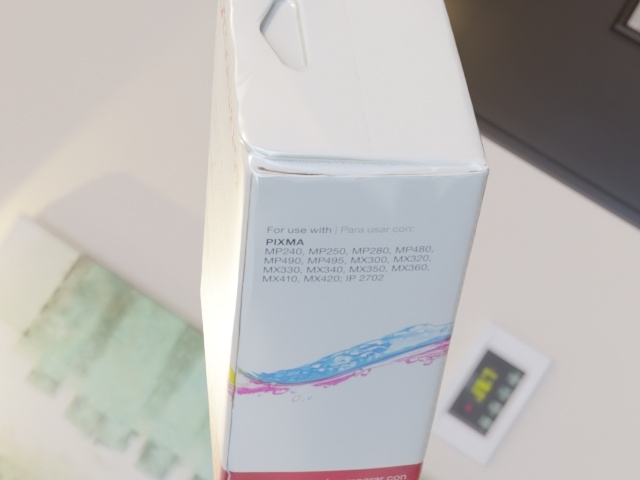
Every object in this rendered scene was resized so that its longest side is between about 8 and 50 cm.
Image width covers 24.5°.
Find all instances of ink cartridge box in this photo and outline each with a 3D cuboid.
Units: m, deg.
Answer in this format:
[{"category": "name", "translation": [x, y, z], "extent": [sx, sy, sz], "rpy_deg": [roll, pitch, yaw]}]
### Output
[{"category": "ink cartridge box", "translation": [0.000, 0.000, 0.506], "extent": [0.127, 0.072, 0.175], "rpy_deg": [-98, 11, -45]}]
